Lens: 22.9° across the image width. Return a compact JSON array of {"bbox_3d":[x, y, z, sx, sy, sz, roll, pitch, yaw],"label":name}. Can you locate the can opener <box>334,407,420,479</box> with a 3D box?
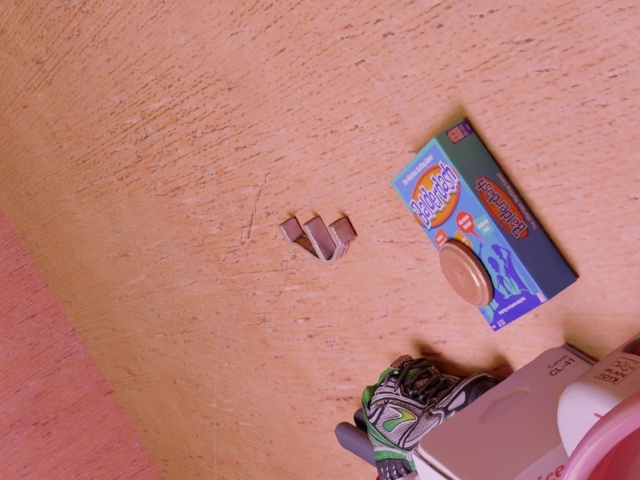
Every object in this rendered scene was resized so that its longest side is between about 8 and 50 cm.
[{"bbox_3d":[0.119,0.319,2.271,0.280,0.074,0.093,25,143,54],"label":"can opener"}]

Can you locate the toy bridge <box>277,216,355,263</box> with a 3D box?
[{"bbox_3d":[0.000,0.000,2.146,0.063,0.026,0.188,61,159,-13],"label":"toy bridge"}]

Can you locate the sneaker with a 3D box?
[{"bbox_3d":[0.130,0.217,2.025,0.146,0.134,0.343,65,155,5],"label":"sneaker"}]

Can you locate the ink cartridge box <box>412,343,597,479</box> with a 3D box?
[{"bbox_3d":[0.253,0.306,1.752,0.131,0.226,0.306,33,150,49],"label":"ink cartridge box"}]

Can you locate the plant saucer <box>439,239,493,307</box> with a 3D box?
[{"bbox_3d":[0.158,0.038,1.739,0.083,0.013,0.083,45,156,27],"label":"plant saucer"}]

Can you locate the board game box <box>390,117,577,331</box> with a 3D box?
[{"bbox_3d":[0.173,-0.013,1.721,0.210,0.047,0.160,56,159,5],"label":"board game box"}]

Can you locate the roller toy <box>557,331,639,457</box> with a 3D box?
[{"bbox_3d":[0.329,0.190,1.531,0.209,0.146,0.191,50,157,20],"label":"roller toy"}]

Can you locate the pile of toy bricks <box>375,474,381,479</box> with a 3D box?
[{"bbox_3d":[0.157,0.425,2.329,0.212,0.118,0.105,27,179,22],"label":"pile of toy bricks"}]

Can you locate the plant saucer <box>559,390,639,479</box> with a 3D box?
[{"bbox_3d":[0.369,0.239,1.383,0.084,0.332,0.332,-75,-35,-61],"label":"plant saucer"}]
